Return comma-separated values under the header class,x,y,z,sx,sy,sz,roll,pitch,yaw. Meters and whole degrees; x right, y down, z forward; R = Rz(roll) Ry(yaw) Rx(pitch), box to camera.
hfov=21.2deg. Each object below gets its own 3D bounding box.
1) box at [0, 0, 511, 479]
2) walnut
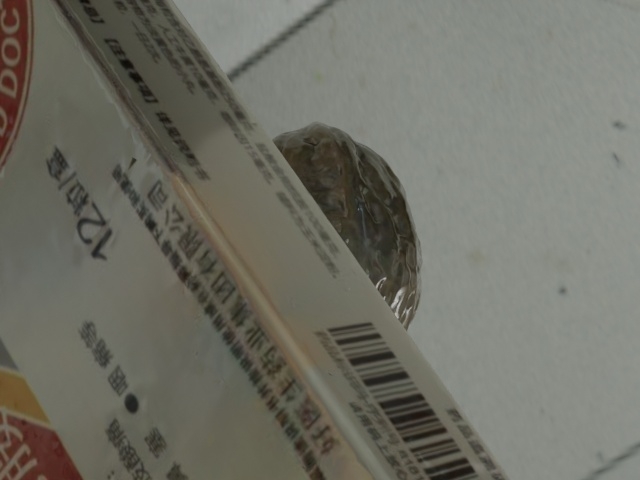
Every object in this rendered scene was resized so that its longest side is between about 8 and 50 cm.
class,x,y,z,sx,sy,sz,roll,pitch,yaw
box,-0.078,0.051,0.595,0.069,0.353,0.214,-6,144,-48
walnut,0.000,0.001,1.511,0.178,0.230,0.178,-3,160,-1
